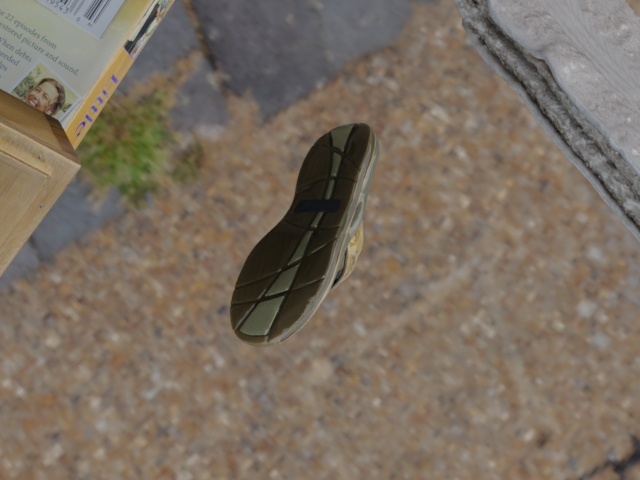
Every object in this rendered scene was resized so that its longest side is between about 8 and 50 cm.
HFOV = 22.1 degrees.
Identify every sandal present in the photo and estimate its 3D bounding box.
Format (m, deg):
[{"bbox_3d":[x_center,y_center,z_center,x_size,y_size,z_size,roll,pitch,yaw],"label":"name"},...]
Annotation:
[{"bbox_3d":[0.000,0.000,1.131,0.049,0.072,0.180,50,55,-43],"label":"sandal"}]

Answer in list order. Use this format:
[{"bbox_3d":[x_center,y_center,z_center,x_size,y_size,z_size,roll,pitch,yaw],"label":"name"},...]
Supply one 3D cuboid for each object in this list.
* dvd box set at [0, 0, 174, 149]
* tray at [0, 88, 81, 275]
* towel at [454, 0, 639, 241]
[{"bbox_3d":[-0.337,-0.119,1.249,0.420,0.308,0.062,-58,173,-4],"label":"dvd box set"},{"bbox_3d":[-0.355,0.056,1.045,0.203,0.076,0.411,29,105,-35],"label":"tray"},{"bbox_3d":[0.235,-0.104,1.250,0.187,0.282,0.049,-19,156,-49],"label":"towel"}]
